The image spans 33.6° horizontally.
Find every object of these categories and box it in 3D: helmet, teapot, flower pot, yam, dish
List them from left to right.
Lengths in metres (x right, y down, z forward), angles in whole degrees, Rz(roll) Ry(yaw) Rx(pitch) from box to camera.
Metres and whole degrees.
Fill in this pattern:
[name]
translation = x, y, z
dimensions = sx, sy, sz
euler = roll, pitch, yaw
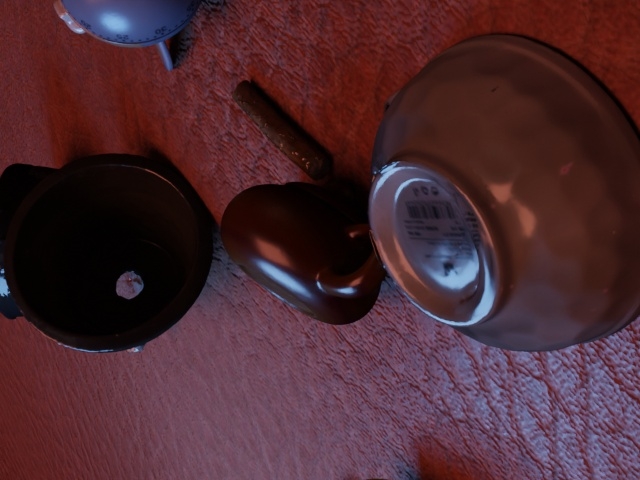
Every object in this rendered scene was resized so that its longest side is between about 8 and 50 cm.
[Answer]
[helmet]
translation = -0.392, 0.000, 1.589
dimensions = 0.279, 0.161, 0.230
euler = -67, -21, -78
[flower pot]
translation = -0.266, 0.038, 1.407
dimensions = 0.269, 0.269, 0.166
euler = 51, 168, 19
[yam]
translation = -0.044, -0.117, 1.124
dimensions = 0.145, 0.032, 0.032
euler = 47, 146, 27
[teapot]
translation = 0.000, 0.000, 1.053
dimensions = 0.178, 0.135, 0.252
euler = 35, 170, -27
[dish]
translation = 0.126, -0.019, 0.860
dimensions = 0.303, 0.120, 0.303
euler = 34, 138, 37

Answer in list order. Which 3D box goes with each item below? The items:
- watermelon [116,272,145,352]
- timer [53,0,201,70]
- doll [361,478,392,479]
[watermelon]
translation = -0.246, 0.078, 1.546
dimensions = 0.139, 0.071, 0.187
euler = 14, 117, 43
[timer]
translation = -0.217, -0.267, 1.144
dimensions = 0.175, 0.175, 0.255
euler = 61, 150, 3
[doll]
translation = 0.091, 0.417, 1.207
dimensions = 0.311, 0.160, 0.242
euler = 51, 146, 12
